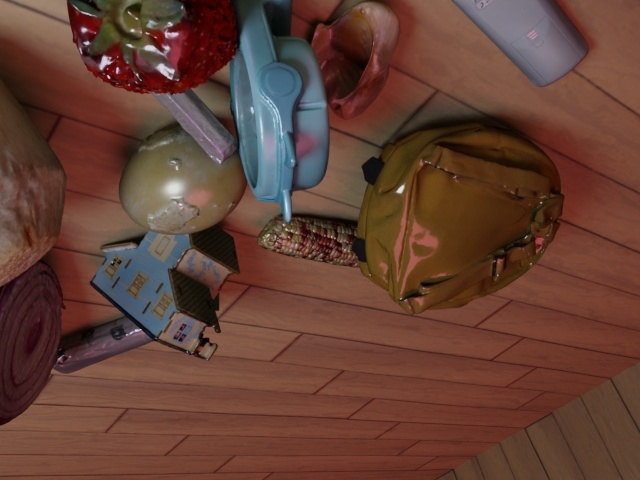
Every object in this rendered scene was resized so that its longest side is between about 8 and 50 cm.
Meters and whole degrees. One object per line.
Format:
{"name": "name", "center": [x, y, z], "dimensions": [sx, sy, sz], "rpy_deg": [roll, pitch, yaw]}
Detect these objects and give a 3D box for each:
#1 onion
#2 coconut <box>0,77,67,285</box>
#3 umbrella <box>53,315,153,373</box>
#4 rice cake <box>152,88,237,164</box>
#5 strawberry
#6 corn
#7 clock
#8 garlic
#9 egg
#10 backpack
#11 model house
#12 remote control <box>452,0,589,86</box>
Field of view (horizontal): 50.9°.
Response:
{"name": "onion", "center": [-0.575, 0.144, 1.054], "dimensions": [0.260, 0.281, 0.336], "rpy_deg": [8, 152, -2]}
{"name": "coconut", "center": [-0.470, -0.085, 0.796], "dimensions": [0.329, 0.328, 0.328], "rpy_deg": [-12, 145, -9]}
{"name": "umbrella", "center": [-0.390, 0.188, 1.372], "dimensions": [0.338, 0.067, 0.073], "rpy_deg": [-20, 157, 2]}
{"name": "rice cake", "center": [-0.188, -0.185, 0.889], "dimensions": [0.206, 0.047, 0.036], "rpy_deg": [45, 153, -22]}
{"name": "strawberry", "center": [-0.180, -0.253, 0.782], "dimensions": [0.187, 0.184, 0.201], "rpy_deg": [-50, 163, 12]}
{"name": "corn", "center": [0.000, 0.000, 1.274], "dimensions": [0.254, 0.086, 0.086], "rpy_deg": [10, 137, -30]}
{"name": "clock", "center": [-0.054, -0.161, 0.861], "dimensions": [0.094, 0.274, 0.223], "rpy_deg": [-10, 146, -13]}
{"name": "garlic", "center": [0.052, -0.251, 0.944], "dimensions": [0.124, 0.099, 0.174], "rpy_deg": [-12, 147, -34]}
{"name": "egg", "center": [-0.204, -0.089, 0.996], "dimensions": [0.202, 0.164, 0.164], "rpy_deg": [-21, 146, 18]}
{"name": "backpack", "center": [0.241, -0.038, 1.190], "dimensions": [0.378, 0.201, 0.353], "rpy_deg": [2, 116, -26]}
{"name": "model house", "center": [-0.240, 0.056, 1.163], "dimensions": [0.178, 0.271, 0.206], "rpy_deg": [35, 84, -47]}
{"name": "remote control", "center": [0.305, -0.319, 0.998], "dimensions": [0.103, 0.051, 0.293], "rpy_deg": [-38, 140, 27]}
